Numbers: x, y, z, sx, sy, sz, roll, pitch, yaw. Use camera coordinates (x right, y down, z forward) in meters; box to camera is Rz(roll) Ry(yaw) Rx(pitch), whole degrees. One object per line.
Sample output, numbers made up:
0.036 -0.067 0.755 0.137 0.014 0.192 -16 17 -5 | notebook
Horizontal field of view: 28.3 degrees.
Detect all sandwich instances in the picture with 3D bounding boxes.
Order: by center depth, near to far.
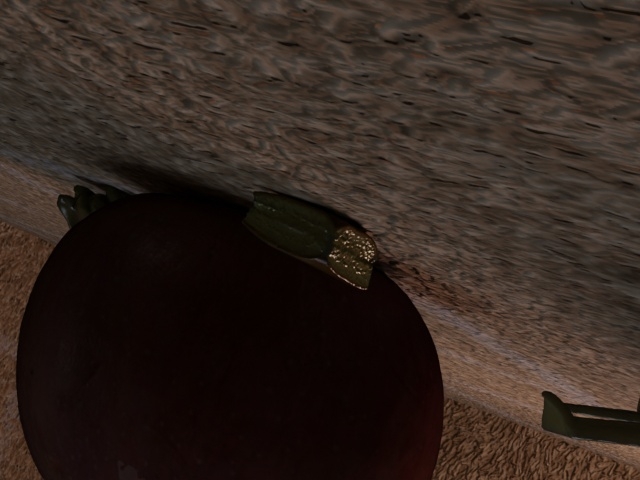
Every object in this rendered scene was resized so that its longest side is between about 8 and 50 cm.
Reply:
0.000 0.000 0.699 0.083 0.031 0.044 24 175 -17 | sandwich

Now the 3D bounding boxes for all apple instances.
-0.066 0.106 0.886 0.305 0.235 0.306 23 173 3 | apple

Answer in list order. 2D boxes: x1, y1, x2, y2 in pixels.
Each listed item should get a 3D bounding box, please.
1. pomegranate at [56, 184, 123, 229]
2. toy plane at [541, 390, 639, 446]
-0.148 0.083 1.122 0.276 0.204 0.222 34 -165 -22 | pomegranate
0.214 0.095 0.537 0.229 0.092 0.244 7 -176 -29 | toy plane
